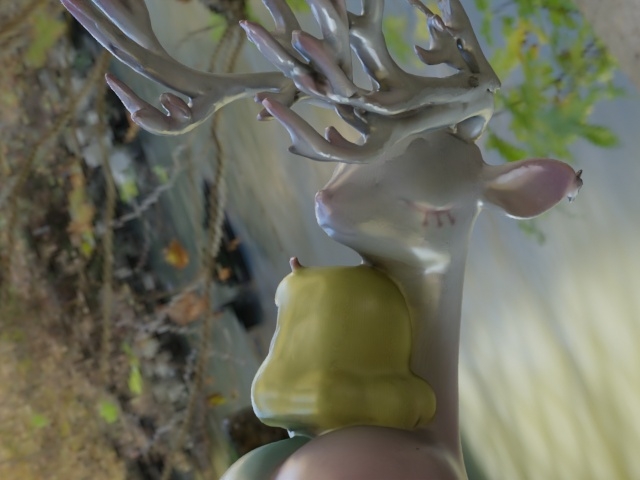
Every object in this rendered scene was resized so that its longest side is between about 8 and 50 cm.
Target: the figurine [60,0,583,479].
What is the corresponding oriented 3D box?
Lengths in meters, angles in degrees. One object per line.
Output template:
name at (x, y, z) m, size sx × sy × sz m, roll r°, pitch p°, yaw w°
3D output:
figurine at (0.013, -0.001, 0.691) m, size 0.206 × 0.284 × 0.316 m, roll -12°, pitch 66°, yaw 42°
